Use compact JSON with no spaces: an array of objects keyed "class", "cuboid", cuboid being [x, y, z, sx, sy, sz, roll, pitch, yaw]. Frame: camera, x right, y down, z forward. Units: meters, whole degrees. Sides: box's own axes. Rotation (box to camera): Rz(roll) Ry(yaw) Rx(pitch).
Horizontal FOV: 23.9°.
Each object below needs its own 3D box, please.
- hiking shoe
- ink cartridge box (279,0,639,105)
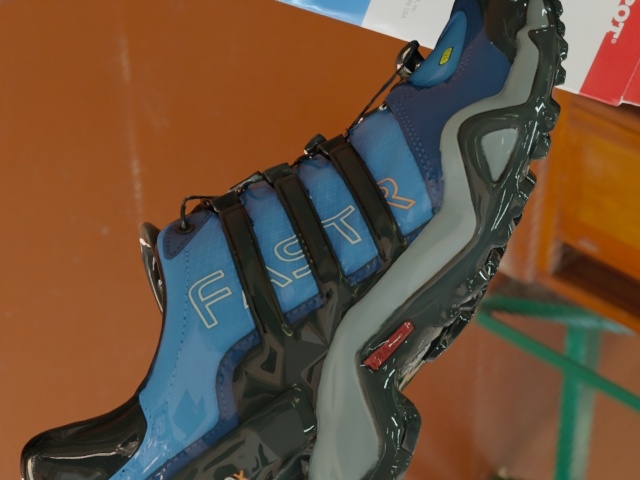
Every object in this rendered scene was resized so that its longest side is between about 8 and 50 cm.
[{"class":"hiking shoe","cuboid":[0.000,0.000,0.576,0.113,0.132,0.304,104,12,-60]},{"class":"ink cartridge box","cuboid":[0.104,-0.156,0.737,0.078,0.231,0.134,-95,-156,-61]}]
